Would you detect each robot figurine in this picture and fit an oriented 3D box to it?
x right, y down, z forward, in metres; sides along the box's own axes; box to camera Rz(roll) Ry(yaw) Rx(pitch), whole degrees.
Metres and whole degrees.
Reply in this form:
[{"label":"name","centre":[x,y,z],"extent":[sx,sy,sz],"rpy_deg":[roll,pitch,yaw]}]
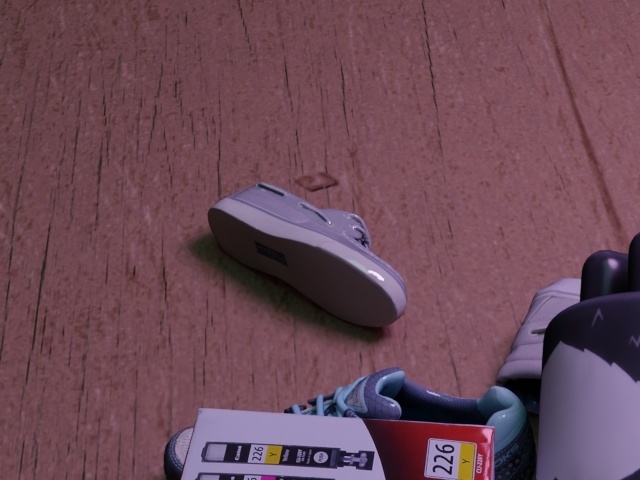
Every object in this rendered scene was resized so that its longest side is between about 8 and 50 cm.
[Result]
[{"label":"robot figurine","centre":[0.228,0.136,0.960],"extent":[0.174,0.209,0.278],"rpy_deg":[0,70,16]}]

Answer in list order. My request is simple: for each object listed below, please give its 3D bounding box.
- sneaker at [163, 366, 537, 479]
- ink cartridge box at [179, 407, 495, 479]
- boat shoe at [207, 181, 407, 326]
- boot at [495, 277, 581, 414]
[{"label":"sneaker","centre":[0.022,0.143,1.065],"extent":[0.283,0.122,0.110],"rpy_deg":[0,39,5]},{"label":"ink cartridge box","centre":[-0.035,0.265,0.893],"extent":[0.272,0.130,0.309],"rpy_deg":[2,45,9]},{"label":"boat shoe","centre":[0.000,0.001,1.280],"extent":[0.227,0.079,0.081],"rpy_deg":[26,52,37]},{"label":"boot","centre":[0.267,0.112,1.119],"extent":[0.258,0.095,0.123],"rpy_deg":[10,46,30]}]
